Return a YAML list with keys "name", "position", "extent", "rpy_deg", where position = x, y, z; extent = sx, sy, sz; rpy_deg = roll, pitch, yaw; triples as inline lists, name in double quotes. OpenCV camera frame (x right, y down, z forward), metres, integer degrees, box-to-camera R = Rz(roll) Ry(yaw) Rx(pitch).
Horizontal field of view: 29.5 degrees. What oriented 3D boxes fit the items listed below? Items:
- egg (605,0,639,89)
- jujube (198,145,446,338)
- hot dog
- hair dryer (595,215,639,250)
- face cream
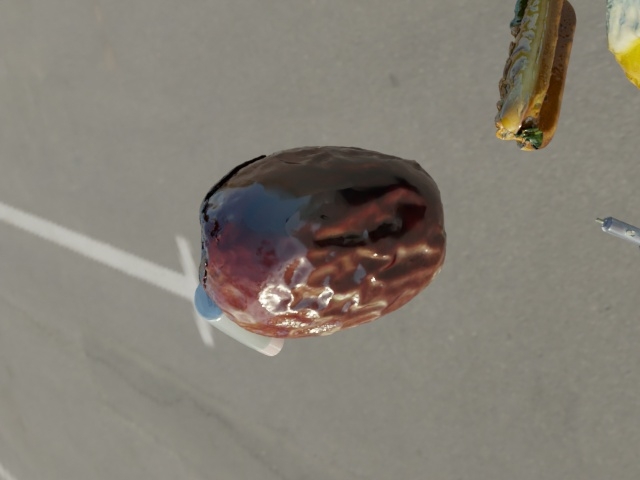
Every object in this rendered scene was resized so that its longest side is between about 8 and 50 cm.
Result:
- name: "egg"
  position: [0.368, -0.199, 0.987]
  extent: [0.337, 0.337, 0.201]
  rpy_deg: [65, 158, 7]
- name: "jujube"
  position: [0.000, 0.000, 1.169]
  extent: [0.183, 0.243, 0.183]
  rpy_deg: [172, 90, -74]
- name: "hot dog"
  position: [0.200, -0.162, 1.144]
  extent: [0.055, 0.188, 0.072]
  rpy_deg: [0, 150, 31]
- name: "hair dryer"
  position: [0.345, -0.004, 1.314]
  extent: [0.037, 0.114, 0.063]
  rpy_deg: [-68, 19, 5]
- name: "face cream"
  position: [-0.115, 0.109, 1.767]
  extent: [0.198, 0.057, 0.084]
  rpy_deg: [41, -147, -61]
